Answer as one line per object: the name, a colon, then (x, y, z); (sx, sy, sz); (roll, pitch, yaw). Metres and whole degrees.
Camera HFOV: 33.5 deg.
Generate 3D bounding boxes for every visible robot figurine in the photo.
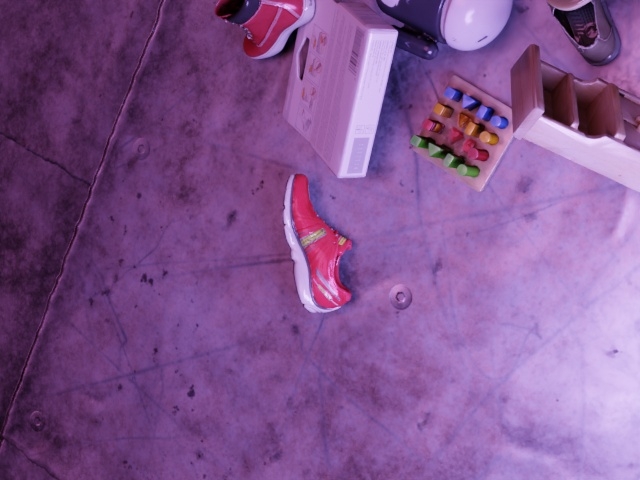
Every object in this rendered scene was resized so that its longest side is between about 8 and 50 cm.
robot figurine: (0.211, -0.452, 1.903); (0.278, 0.173, 0.209); (33, 132, 25)

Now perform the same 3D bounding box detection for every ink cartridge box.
ink cartridge box: (0.030, -0.307, 2.004); (0.261, 0.066, 0.296); (52, 138, 47)

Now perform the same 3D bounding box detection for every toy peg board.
toy peg board: (0.256, -0.197, 1.929); (0.161, 0.079, 0.160); (36, 107, 24)

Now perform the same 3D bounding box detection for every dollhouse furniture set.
dollhouse furniture set: (0.502, -0.293, 1.605); (0.256, 0.362, 0.394); (22, 134, -14)

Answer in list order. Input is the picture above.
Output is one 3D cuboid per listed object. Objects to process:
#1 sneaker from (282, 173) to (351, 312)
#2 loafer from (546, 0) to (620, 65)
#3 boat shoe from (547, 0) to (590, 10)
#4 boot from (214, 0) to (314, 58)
sneaker: (0.000, 0.000, 2.078); (0.118, 0.107, 0.279); (-13, 87, 10)
loafer: (0.435, -0.421, 1.823); (0.094, 0.087, 0.251); (-32, 76, 25)
boat shoe: (0.504, -0.509, 1.750); (0.341, 0.110, 0.121); (-48, 67, 10)
boot: (-0.142, -0.422, 2.050); (0.244, 0.176, 0.088); (-30, 68, 60)
